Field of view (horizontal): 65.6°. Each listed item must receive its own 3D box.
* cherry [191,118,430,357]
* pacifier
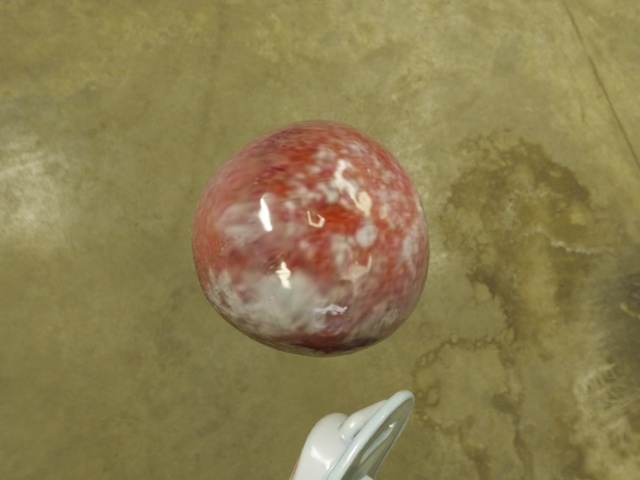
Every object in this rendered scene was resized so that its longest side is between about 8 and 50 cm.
[{"bbox_3d":[0.000,0.000,0.508,0.285,0.213,0.236,-19,72,-46],"label":"cherry"},{"bbox_3d":[0.066,0.299,0.537,0.207,0.278,0.227,34,25,29],"label":"pacifier"}]
